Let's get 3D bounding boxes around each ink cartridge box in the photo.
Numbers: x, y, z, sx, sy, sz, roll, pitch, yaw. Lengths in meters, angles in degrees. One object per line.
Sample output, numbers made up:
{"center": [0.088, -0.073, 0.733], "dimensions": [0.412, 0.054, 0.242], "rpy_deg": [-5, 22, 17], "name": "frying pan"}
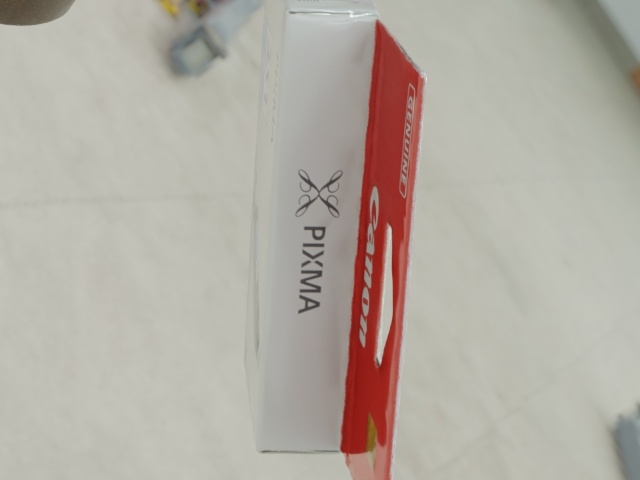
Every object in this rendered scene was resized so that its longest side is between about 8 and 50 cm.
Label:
{"center": [0.000, 0.000, 1.065], "dimensions": [0.261, 0.066, 0.296], "rpy_deg": [-109, -159, -68], "name": "ink cartridge box"}

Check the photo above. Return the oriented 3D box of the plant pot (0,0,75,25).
{"center": [-0.210, -0.276, 1.210], "dimensions": [0.215, 0.230, 0.215], "rpy_deg": [12, 33, -8], "name": "plant pot"}
